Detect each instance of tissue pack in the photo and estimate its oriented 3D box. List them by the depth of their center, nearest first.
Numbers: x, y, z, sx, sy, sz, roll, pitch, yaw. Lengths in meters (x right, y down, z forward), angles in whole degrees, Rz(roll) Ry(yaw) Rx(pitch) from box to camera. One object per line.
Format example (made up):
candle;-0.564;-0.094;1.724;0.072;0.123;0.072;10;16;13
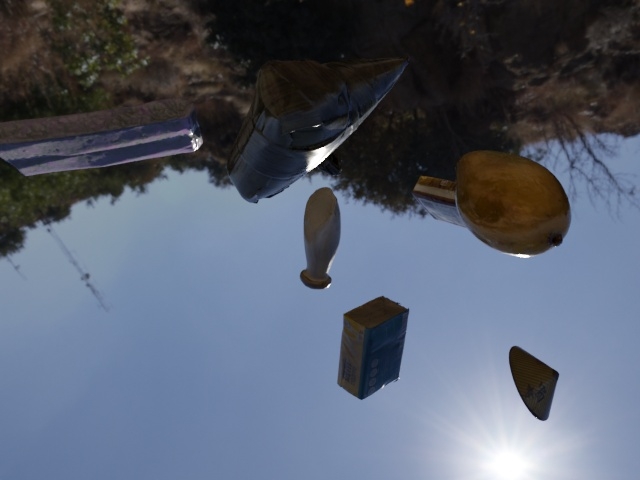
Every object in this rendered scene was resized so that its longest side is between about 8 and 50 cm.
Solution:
tissue pack;0.155;0.324;1.648;0.192;0.270;0.134;-16;-149;-38
tissue pack;0.426;-0.114;1.727;0.226;0.183;0.091;19;-105;52

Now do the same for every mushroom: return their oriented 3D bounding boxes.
mushroom;0.000;0.000;1.756;0.129;0.349;0.128;7;-156;-3

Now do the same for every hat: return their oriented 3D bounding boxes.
hat;0.554;0.344;1.344;0.082;0.193;0.193;-29;-164;33

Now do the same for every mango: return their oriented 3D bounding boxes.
mango;0.333;-0.078;0.973;0.177;0.119;0.316;-22;-143;5

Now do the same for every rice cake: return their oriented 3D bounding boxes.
rice cake;-0.340;-0.161;0.846;0.298;0.050;0.106;-11;159;-10

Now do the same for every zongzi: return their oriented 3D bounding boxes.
zongzi;-0.003;-0.201;0.927;0.300;0.138;0.286;-29;170;-31

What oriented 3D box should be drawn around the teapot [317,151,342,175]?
teapot;-0.030;-0.266;1.225;0.173;0.269;0.182;-33;-170;27
